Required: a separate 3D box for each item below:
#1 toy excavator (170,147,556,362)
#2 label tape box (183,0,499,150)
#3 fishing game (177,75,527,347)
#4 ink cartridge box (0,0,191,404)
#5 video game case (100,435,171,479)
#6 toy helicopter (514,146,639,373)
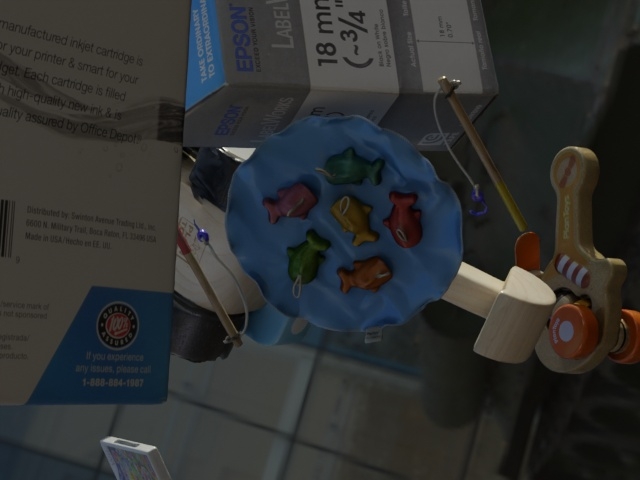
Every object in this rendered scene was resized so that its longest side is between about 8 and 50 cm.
[{"bbox_3d":[0.000,0.000,1.502,0.445,0.433,0.222,-5,-57,-53],"label":"toy excavator"},{"bbox_3d":[-0.047,-0.199,1.061,0.106,0.333,0.241,130,136,-61],"label":"label tape box"},{"bbox_3d":[0.016,-0.003,1.026,0.189,0.264,0.041,63,-160,-21],"label":"fishing game"},{"bbox_3d":[-0.201,-0.059,0.811,0.223,0.129,0.307,9,-97,-51],"label":"ink cartridge box"},{"bbox_3d":[-0.147,0.211,1.153,0.122,0.011,0.087,-7,109,63],"label":"video game case"},{"bbox_3d":[0.386,0.031,2.121,0.235,0.140,0.355,-10,76,58],"label":"toy helicopter"}]
